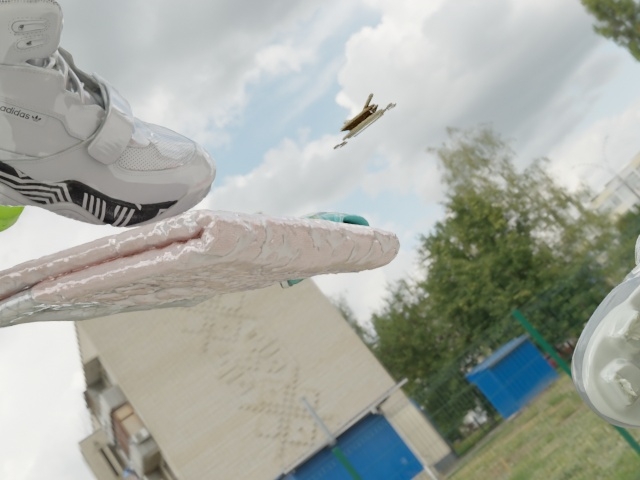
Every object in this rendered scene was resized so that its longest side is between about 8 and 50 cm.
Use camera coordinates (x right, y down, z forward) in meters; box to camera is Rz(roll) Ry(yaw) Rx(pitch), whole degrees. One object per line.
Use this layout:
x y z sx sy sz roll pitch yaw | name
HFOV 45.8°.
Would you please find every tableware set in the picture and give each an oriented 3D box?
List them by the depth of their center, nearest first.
0.071 -0.216 1.337 0.128 0.039 0.194 -37 3 11 | tableware set

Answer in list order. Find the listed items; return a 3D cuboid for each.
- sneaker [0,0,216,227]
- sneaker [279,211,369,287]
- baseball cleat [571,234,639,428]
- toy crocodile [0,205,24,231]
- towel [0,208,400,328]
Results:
-0.234 -0.136 0.693 0.366 0.137 0.210 8 -51 -35 | sneaker
0.000 0.000 1.240 0.110 0.106 0.275 -4 15 23 | sneaker
0.190 0.029 0.396 0.206 0.072 0.109 -30 0 -22 | baseball cleat
-0.628 -0.133 1.215 0.105 0.341 0.115 -50 -3 -38 | toy crocodile
-0.124 0.032 0.769 0.317 0.053 0.332 -15 -8 29 | towel
